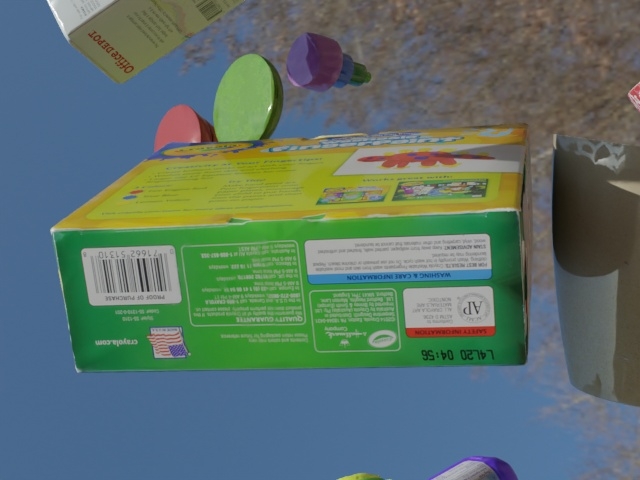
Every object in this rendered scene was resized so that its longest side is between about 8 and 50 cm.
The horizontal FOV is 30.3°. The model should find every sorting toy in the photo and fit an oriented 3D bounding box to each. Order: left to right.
[{"bbox_3d":[-0.069,-0.155,1.524,0.126,0.365,0.127,10,-116,-40],"label":"sorting toy"}]

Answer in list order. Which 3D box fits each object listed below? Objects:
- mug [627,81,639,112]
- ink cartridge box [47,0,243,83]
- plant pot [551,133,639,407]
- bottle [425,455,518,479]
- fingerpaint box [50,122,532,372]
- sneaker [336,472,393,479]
[{"bbox_3d":[0.587,-0.205,1.857,0.169,0.150,0.113,52,-156,10],"label":"mug"},{"bbox_3d":[-0.162,-0.245,1.138,0.175,0.127,0.072,-33,-109,5],"label":"ink cartridge box"},{"bbox_3d":[0.362,0.037,1.297,0.256,0.256,0.274,3,-82,-38],"label":"plant pot"},{"bbox_3d":[0.115,0.343,1.340,0.283,0.092,0.118,-19,-83,-38],"label":"bottle"},{"bbox_3d":[0.000,0.000,1.261,0.371,0.445,0.163,-60,-34,-70],"label":"fingerpaint box"},{"bbox_3d":[0.031,0.253,0.516,0.109,0.123,0.295,11,-102,-36],"label":"sneaker"}]
